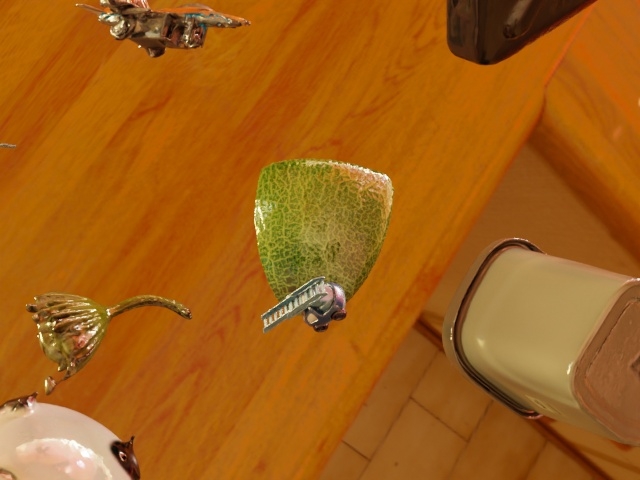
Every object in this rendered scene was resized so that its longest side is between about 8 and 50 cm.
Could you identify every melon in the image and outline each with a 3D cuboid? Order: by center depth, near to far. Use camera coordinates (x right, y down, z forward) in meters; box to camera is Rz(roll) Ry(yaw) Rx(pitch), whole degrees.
[{"bbox_3d":[0.000,0.000,1.780,0.332,0.226,0.343,7,66,-15],"label":"melon"}]

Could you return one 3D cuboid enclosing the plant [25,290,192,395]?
[{"bbox_3d":[-0.507,0.199,1.743,0.334,0.251,0.180,-11,130,-37],"label":"plant"}]

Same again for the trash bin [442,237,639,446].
[{"bbox_3d":[0.319,0.129,0.960,0.220,0.250,0.219,36,81,-20],"label":"trash bin"}]

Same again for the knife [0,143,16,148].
[{"bbox_3d":[-0.516,-0.154,1.216,0.014,0.091,0.005,-14,95,3],"label":"knife"}]

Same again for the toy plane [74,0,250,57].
[{"bbox_3d":[-0.151,-0.208,0.729,0.135,0.188,0.062,19,94,-62],"label":"toy plane"}]

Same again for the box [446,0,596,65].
[{"bbox_3d":[0.219,-0.318,0.623,0.290,0.073,0.288,-35,142,-21],"label":"box"}]

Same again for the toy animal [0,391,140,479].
[{"bbox_3d":[-0.356,0.333,0.889,0.251,0.251,0.310,27,112,-26],"label":"toy animal"}]

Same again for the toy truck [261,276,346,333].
[{"bbox_3d":[-0.024,0.111,1.175,0.136,0.063,0.074,-37,135,27],"label":"toy truck"}]
